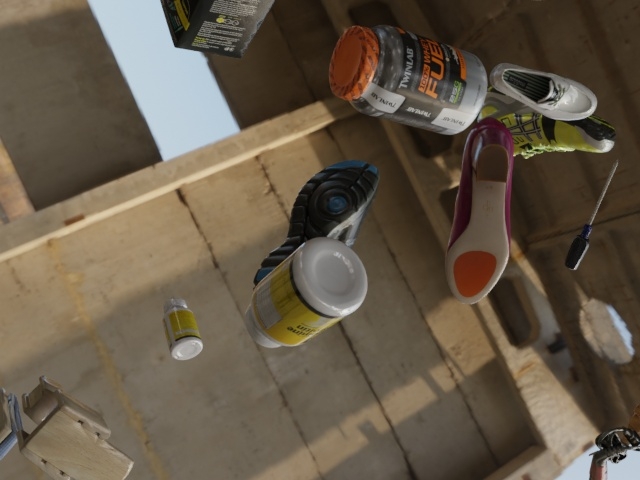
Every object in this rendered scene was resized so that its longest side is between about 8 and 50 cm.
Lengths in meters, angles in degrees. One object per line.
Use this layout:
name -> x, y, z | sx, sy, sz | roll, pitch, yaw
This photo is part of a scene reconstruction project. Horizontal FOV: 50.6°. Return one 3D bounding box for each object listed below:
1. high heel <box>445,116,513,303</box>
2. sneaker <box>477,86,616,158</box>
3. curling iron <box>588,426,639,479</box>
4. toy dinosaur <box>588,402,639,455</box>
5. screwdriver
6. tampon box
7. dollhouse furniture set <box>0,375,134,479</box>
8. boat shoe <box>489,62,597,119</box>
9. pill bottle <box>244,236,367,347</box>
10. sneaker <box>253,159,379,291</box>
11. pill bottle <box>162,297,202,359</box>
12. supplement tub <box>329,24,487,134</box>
high heel -> 0.333, -0.059, 1.396 | 0.181, 0.127, 0.377 | -70, 169, -60
sneaker -> 0.533, -0.259, 1.622 | 0.384, 0.145, 0.147 | 37, -65, 54
curling iron -> 0.367, 0.324, 0.864 | 0.035, 0.068, 0.274 | -113, -173, -49
toy dinosaur -> 0.640, 0.370, 1.349 | 0.112, 0.212, 0.064 | 33, 4, 14
screwdriver -> 0.387, -0.036, 0.967 | 0.024, 0.025, 0.170 | 46, -52, 55
tampon box -> -0.131, -0.344, 0.890 | 0.161, 0.101, 0.120 | -46, -125, 44
dollhouse furniture set -> -0.386, 0.317, 0.894 | 0.198, 0.286, 0.303 | 48, -13, -28
boat shoe -> 0.447, -0.290, 1.347 | 0.076, 0.226, 0.083 | -87, -169, -74
pill bottle -> -0.027, 0.076, 0.874 | 0.184, 0.103, 0.103 | -41, -105, 50
sneaker -> 0.000, 0.000, 1.241 | 0.125, 0.341, 0.140 | 25, -21, 28
pill bottle -> -0.278, 0.173, 1.346 | 0.065, 0.065, 0.116 | 89, -20, -49
supplement tub -> 0.115, -0.213, 0.896 | 0.117, 0.190, 0.117 | -21, -115, 57
